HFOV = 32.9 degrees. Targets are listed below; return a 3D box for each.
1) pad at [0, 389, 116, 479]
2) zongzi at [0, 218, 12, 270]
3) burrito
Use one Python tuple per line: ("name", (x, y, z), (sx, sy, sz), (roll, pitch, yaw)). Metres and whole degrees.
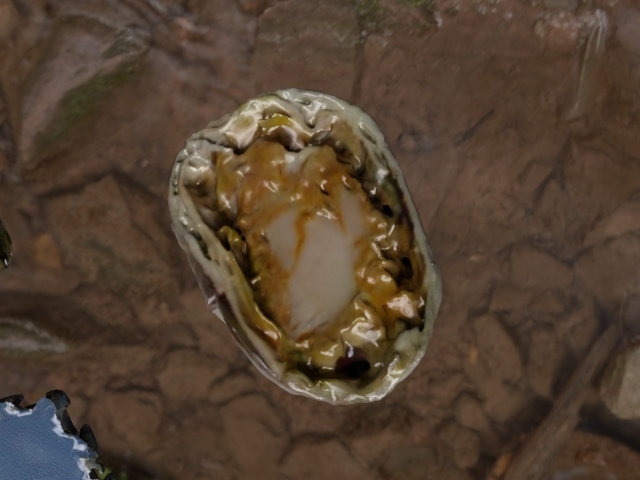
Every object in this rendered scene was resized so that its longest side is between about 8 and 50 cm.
("pad", (-0.162, 0.211, 0.429), (0.270, 0.012, 0.269), (-18, 101, 12))
("zongzi", (-0.447, -0.171, 0.880), (0.181, 0.447, 0.418), (-36, 138, -7))
("burrito", (0.001, 0.004, 0.567), (0.105, 0.299, 0.143), (-29, 86, 1))
